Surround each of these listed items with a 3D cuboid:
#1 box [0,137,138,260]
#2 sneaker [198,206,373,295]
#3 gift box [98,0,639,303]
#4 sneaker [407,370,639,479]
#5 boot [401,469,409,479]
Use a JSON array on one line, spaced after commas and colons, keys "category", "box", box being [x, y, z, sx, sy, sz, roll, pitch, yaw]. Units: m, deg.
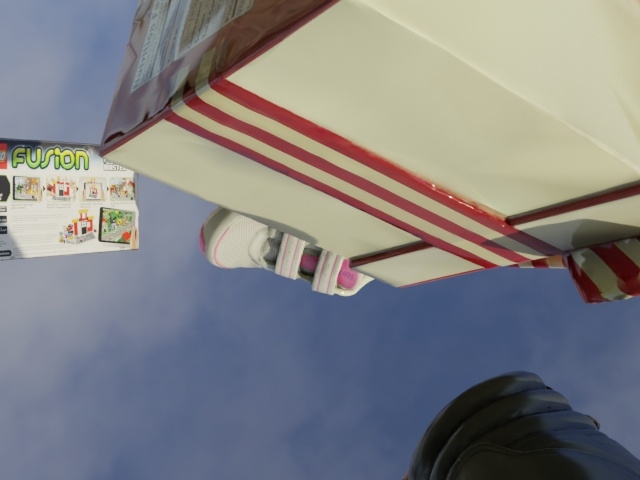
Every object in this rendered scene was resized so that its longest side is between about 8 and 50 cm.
[{"category": "box", "box": [-0.262, -0.041, 0.862, 0.036, 0.207, 0.114, 2, -87, 30]}, {"category": "sneaker", "box": [0.000, 0.000, 0.918, 0.252, 0.103, 0.111, -6, -135, -13]}, {"category": "gift box", "box": [0.072, -0.113, 0.453, 0.276, 0.258, 0.255, -9, -116, 53]}, {"category": "sneaker", "box": [0.160, 0.149, 0.467, 0.104, 0.296, 0.147, -53, -135, 8]}, {"category": "boot", "box": [0.169, 0.296, 0.920, 0.197, 0.073, 0.152, 47, -127, 6]}]
